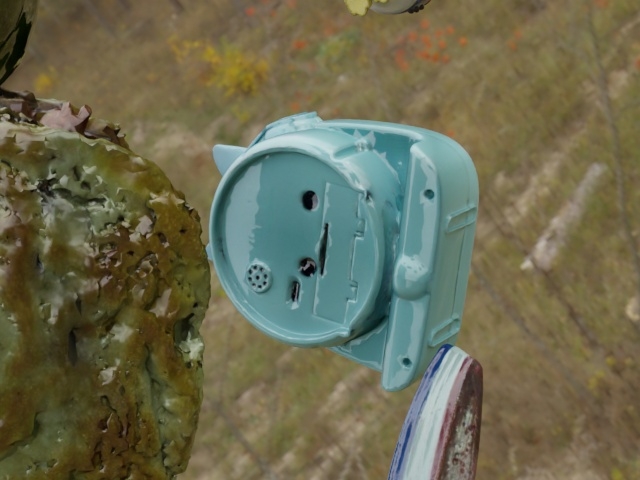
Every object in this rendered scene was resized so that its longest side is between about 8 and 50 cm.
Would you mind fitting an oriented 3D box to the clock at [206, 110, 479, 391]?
[{"bbox_3d":[0.000,0.000,1.105,0.274,0.223,0.094,14,18,28],"label":"clock"}]

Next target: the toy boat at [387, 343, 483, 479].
[{"bbox_3d":[0.090,0.187,0.950,0.046,0.080,0.228,-16,55,56],"label":"toy boat"}]

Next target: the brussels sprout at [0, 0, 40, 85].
[{"bbox_3d":[-0.178,-0.097,0.449,0.155,0.155,0.117,-15,67,50],"label":"brussels sprout"}]

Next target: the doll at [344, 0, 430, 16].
[{"bbox_3d":[0.069,-0.195,0.875,0.099,0.057,0.143,-21,10,41],"label":"doll"}]

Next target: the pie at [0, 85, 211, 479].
[{"bbox_3d":[-0.291,0.080,0.910,0.418,0.395,0.180,-10,21,-25],"label":"pie"}]
